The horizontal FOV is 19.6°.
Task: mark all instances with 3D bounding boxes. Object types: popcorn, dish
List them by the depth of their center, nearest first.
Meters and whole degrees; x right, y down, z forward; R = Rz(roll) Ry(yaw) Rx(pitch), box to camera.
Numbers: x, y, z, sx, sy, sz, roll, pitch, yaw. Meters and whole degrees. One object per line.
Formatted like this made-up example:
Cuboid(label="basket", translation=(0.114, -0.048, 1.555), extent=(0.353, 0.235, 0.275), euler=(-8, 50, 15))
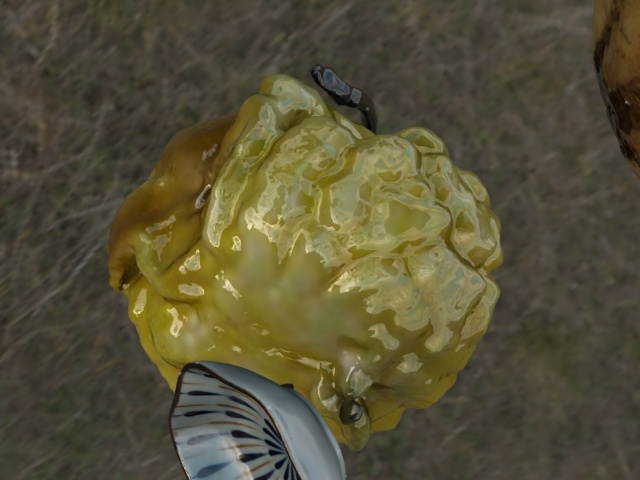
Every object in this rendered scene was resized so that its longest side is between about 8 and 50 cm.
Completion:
Cuboid(label="dish", translation=(-0.034, 0.163, 1.373), extent=(0.066, 0.190, 0.191), euler=(-26, 87, -31))
Cuboid(label="popcorn", translation=(0.000, 0.000, 1.647), extent=(0.349, 0.349, 0.382), euler=(36, 41, -16))

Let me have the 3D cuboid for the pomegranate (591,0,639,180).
Cuboid(label="pomegranate", translation=(0.340, -0.144, 1.284), extent=(0.322, 0.322, 0.322), euler=(12, 66, -28))
